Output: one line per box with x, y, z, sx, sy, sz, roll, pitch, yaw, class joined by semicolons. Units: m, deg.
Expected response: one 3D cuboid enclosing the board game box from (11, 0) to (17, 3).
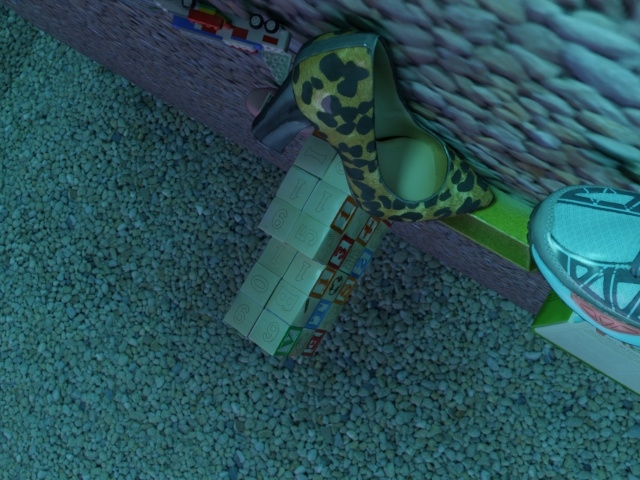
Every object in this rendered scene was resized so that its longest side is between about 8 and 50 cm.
-0.251;-0.258;0.461;0.026;0.103;0.154;31;180;-12;board game box

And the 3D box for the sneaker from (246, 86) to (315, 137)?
-0.042;-0.170;0.755;0.134;0.051;0.070;28;178;13;sneaker

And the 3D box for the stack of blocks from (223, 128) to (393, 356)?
0.000;0.000;0.753;0.087;0.297;0.171;32;-178;25;stack of blocks

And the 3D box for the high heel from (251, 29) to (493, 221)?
0.084;-0.083;0.500;0.261;0.093;0.186;17;164;-20;high heel

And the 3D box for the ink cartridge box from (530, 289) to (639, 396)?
0.350;0.091;0.577;0.188;0.097;0.255;31;169;7;ink cartridge box

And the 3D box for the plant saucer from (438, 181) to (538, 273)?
0.191;-0.032;0.700;0.188;0.045;0.188;32;-179;14;plant saucer

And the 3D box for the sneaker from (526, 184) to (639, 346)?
0.243;0.017;0.316;0.261;0.104;0.125;27;161;28;sneaker

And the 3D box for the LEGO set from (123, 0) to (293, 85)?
-0.138;-0.200;0.521;0.182;0.060;0.244;10;-168;-35;LEGO set
